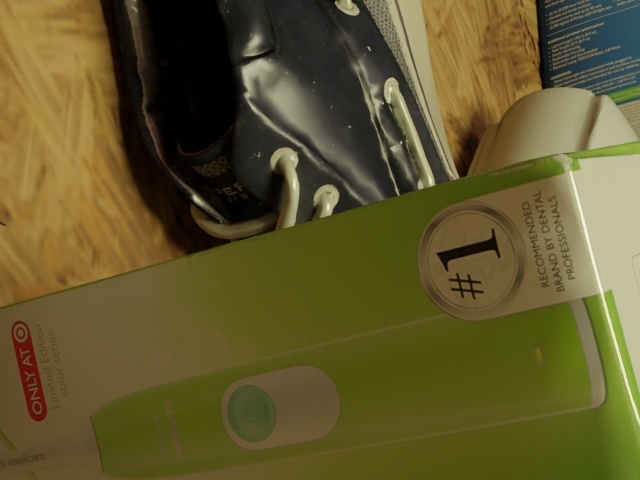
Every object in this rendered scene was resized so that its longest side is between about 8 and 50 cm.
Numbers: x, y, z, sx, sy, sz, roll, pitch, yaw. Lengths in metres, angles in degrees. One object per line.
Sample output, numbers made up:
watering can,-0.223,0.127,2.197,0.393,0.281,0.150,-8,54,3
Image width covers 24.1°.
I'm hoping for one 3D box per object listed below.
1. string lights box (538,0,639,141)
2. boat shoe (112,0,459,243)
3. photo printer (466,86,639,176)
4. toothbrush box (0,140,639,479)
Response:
string lights box,0.240,-0.148,1.131,0.077,0.133,0.260,29,55,-49
boat shoe,0.000,0.000,0.721,0.158,0.127,0.340,-9,78,-52
photo printer,0.159,0.091,0.929,0.256,0.107,0.307,56,37,-28
toothbrush box,0.003,0.098,0.509,0.122,0.283,0.206,-13,89,-58
